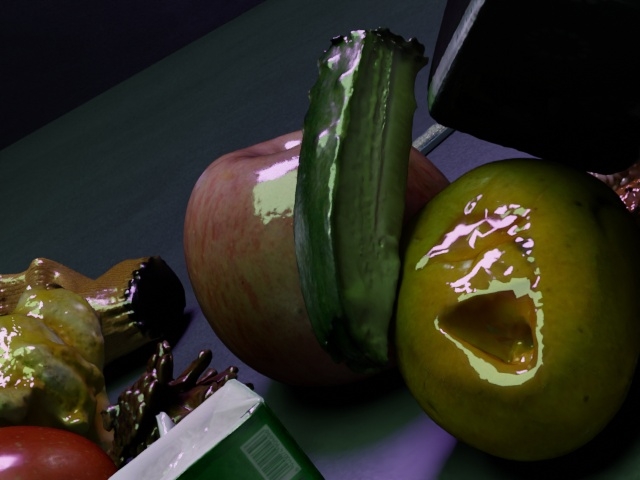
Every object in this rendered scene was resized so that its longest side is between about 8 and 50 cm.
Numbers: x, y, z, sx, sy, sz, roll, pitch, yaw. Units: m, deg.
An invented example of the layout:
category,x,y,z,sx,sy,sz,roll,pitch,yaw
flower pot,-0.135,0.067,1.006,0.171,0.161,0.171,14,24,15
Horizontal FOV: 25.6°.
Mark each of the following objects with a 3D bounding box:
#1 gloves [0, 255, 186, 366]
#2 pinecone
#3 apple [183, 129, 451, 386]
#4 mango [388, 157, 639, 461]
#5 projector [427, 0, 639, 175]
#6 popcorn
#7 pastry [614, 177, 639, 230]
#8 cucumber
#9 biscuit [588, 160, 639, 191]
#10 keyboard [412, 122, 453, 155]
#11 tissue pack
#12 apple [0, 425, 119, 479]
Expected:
category,x,y,z,sx,sy,sz,roll,pitch,yaw
gloves,-0.361,0.124,2.040,0.357,0.155,0.203,-8,37,23
pinecone,-0.136,0.202,1.472,0.150,0.195,0.179,-14,-45,-50
apple,0.000,0.000,1.570,0.345,0.269,0.344,-31,19,12
mango,0.185,0.065,1.291,0.253,0.182,0.365,-27,33,12
projector,0.273,-0.313,1.256,0.395,0.242,0.405,107,179,-74
popcorn,-0.411,0.198,1.704,0.321,0.325,0.290,-28,19,2
pastry,0.334,-0.035,1.429,0.140,0.056,0.080,-21,31,20
cucumber,0.021,-0.032,1.327,0.145,0.105,0.325,-30,49,54
biscuit,0.318,-0.067,1.506,0.168,0.070,0.082,-35,11,9
keyboard,0.135,-0.127,2.014,0.176,0.014,0.055,-40,17,-14
tissue pack,-0.066,0.243,1.219,0.148,0.209,0.156,-41,18,-13
apple,-0.279,0.305,1.356,0.217,0.260,0.260,-23,10,-34
